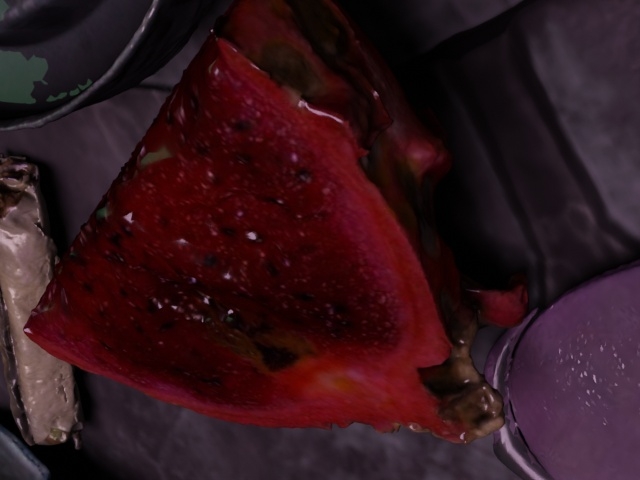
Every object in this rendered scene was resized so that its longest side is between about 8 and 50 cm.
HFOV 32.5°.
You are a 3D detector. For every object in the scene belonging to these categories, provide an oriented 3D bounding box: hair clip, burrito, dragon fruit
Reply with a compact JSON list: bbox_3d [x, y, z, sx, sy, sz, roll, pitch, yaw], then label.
[{"bbox_3d":[0.189,0.021,0.423,0.110,0.095,0.359,28,130,-14],"label":"hair clip"},{"bbox_3d":[-0.168,0.041,0.640,0.045,0.041,0.185,-8,116,-15],"label":"burrito"},{"bbox_3d":[0.000,0.000,0.491,0.211,0.134,0.262,40,142,-10],"label":"dragon fruit"}]

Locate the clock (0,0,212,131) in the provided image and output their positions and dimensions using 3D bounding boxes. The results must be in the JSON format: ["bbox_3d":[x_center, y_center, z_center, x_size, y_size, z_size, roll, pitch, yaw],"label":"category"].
[{"bbox_3d":[-0.147,-0.188,0.477,0.280,0.055,0.281,10,110,30],"label":"clock"}]

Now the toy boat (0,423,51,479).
[{"bbox_3d":[-0.138,0.235,0.676,0.332,0.133,0.145,44,131,14],"label":"toy boat"}]
